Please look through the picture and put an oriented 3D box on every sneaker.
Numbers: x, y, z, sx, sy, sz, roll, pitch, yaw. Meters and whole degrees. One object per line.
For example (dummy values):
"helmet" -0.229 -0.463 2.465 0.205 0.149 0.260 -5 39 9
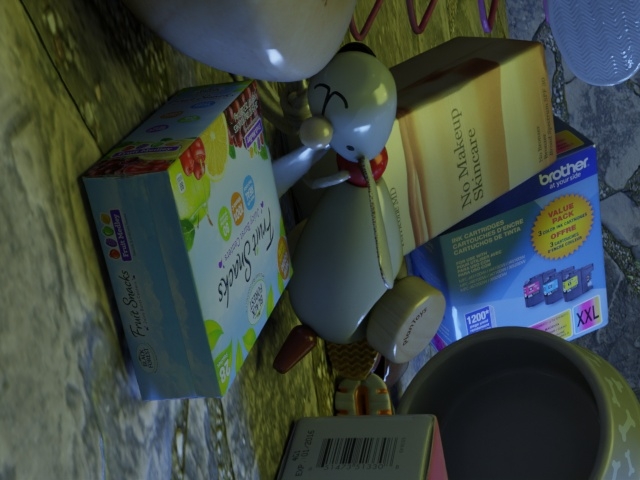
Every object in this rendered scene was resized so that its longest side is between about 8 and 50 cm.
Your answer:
"sneaker" 0.277 -0.312 1.141 0.169 0.108 0.292 -61 143 -47
"sneaker" 0.044 0.064 1.331 0.084 0.070 0.185 -17 104 -72
"sneaker" 0.062 0.260 1.332 0.083 0.084 0.215 58 31 -68

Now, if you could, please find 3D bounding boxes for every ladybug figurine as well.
"ladybug figurine" -0.063 -0.317 0.865 0.305 0.162 0.449 62 30 -55

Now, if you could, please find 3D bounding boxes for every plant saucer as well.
"plant saucer" 0.084 0.086 1.420 0.198 0.036 0.198 179 -90 -88

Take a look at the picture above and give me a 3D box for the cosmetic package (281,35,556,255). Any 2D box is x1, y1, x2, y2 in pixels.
"cosmetic package" 0.114 -0.106 1.263 0.296 0.129 0.153 -31 120 -36

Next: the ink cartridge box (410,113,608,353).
"ink cartridge box" 0.270 -0.015 1.746 0.151 0.270 0.395 -130 -158 -56

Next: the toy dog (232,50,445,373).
"toy dog" 0.000 0.000 1.036 0.161 0.220 0.333 -45 129 -28

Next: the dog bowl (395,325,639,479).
"dog bowl" 0.247 0.270 1.544 0.102 0.349 0.348 44 43 -50

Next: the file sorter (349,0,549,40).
"file sorter" 0.104 -0.326 1.235 0.182 0.291 0.202 -68 150 -51

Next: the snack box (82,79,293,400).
"snack box" -0.089 -0.007 0.876 0.207 0.070 0.174 -58 141 -62

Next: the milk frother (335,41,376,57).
"milk frother" 0.088 -0.182 1.433 0.135 0.129 0.143 -51 142 -62

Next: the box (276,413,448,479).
"box" 0.055 0.300 1.170 0.127 0.149 0.232 -72 154 -55
